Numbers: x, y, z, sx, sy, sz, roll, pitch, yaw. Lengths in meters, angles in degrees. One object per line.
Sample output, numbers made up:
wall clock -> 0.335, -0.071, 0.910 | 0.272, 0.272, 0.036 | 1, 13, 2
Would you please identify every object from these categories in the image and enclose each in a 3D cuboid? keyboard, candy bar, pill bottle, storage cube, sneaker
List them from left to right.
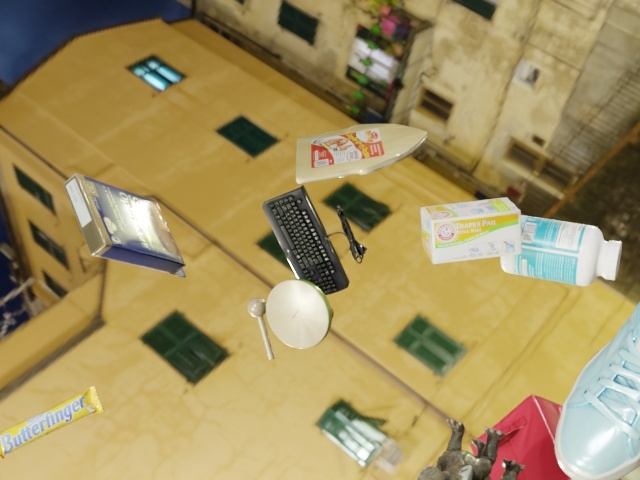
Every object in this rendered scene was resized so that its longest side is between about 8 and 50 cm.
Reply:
candy bar -> -0.392, 0.262, 1.194 | 0.161, 0.040, 0.018 | -25, -1, -13
keyboard -> 0.000, 0.000, 2.136 | 0.201, 0.033, 0.317 | -22, -62, 8
storage cube -> 0.441, 0.446, 1.606 | 0.215, 0.193, 0.184 | 26, -60, -30
pill bottle -> 0.574, 0.027, 1.985 | 0.146, 0.264, 0.146 | -39, -46, -56
sneaker -> 0.422, 0.147, 1.071 | 0.366, 0.135, 0.150 | -51, -35, -8

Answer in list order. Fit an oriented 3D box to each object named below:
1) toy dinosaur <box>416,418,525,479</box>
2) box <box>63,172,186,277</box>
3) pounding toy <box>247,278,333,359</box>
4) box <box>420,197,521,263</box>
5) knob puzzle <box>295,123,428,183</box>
toy dinosaur -> 0.222, 0.365, 1.209 | 0.160, 0.121, 0.313 | -61, -41, -24
box -> -0.293, -0.019, 1.312 | 0.036, 0.136, 0.225 | -37, -25, 16
pounding toy -> -0.056, 0.186, 2.157 | 0.237, 0.183, 0.110 | -25, -1, 30
box -> 0.335, -0.023, 1.861 | 0.114, 0.203, 0.103 | -101, 5, -71
knob puzzle -> 0.062, -0.127, 1.216 | 0.213, 0.213, 0.030 | -34, -57, -40
